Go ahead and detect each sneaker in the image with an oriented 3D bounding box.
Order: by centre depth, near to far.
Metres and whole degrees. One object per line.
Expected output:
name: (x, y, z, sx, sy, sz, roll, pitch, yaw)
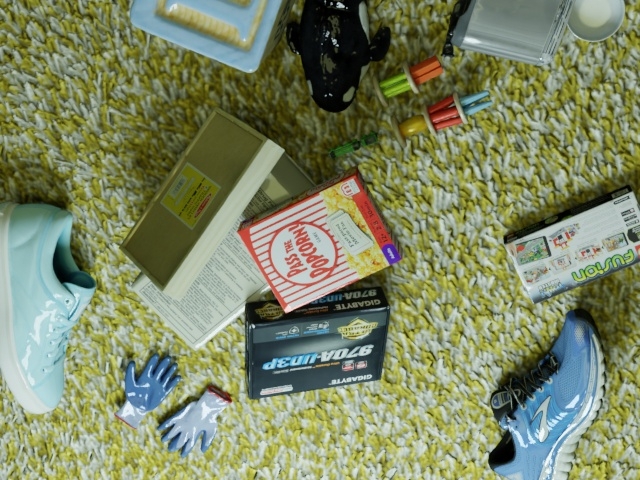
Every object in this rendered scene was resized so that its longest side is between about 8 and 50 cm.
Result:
sneaker: (0.350, 0.255, 1.685, 0.147, 0.130, 0.330, 14, 112, -1)
sneaker: (-0.436, 0.117, 1.725, 0.150, 0.135, 0.366, 0, 112, 10)

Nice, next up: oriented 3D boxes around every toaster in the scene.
toaster: (0.267, -0.335, 1.470, 0.146, 0.129, 0.227, 16, 110, -2)

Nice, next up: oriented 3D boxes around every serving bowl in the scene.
serving bowl: (0.386, -0.325, 1.512, 0.083, 0.027, 0.083, 2, 112, 6)

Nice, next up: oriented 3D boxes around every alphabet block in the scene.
alphabet block: (-0.128, -0.366, 1.469, 0.192, 0.197, 0.193, 23, 112, -3)

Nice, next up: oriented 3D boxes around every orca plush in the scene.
orca plush: (0.034, -0.314, 1.519, 0.151, 0.102, 0.287, 23, 112, -2)

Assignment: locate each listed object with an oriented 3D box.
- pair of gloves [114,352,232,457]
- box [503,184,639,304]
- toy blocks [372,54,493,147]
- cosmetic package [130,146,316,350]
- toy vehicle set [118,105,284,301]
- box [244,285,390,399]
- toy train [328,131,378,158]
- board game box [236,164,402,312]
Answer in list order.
pair of gloves: (-0.257, 0.280, 1.826, 0.198, 0.023, 0.159, 35, 109, -8)
box: (0.397, 0.008, 1.633, 0.207, 0.036, 0.114, -23, 106, 15)
toy blocks: (0.166, -0.216, 1.565, 0.148, 0.054, 0.123, -21, 110, 14)
cosmetic package: (-0.128, 0.013, 1.650, 0.296, 0.129, 0.153, -38, 102, 19)
toy vehicle set: (-0.180, -0.059, 1.573, 0.035, 0.166, 0.267, 33, 93, -41)
box: (-0.009, 0.160, 1.667, 0.220, 0.051, 0.175, -6, 133, -12)
toy train: (0.049, -0.143, 1.625, 0.083, 0.024, 0.017, -21, 107, 14)
board game box: (0.000, 0.000, 1.537, 0.193, 0.045, 0.147, -26, 109, 14)
